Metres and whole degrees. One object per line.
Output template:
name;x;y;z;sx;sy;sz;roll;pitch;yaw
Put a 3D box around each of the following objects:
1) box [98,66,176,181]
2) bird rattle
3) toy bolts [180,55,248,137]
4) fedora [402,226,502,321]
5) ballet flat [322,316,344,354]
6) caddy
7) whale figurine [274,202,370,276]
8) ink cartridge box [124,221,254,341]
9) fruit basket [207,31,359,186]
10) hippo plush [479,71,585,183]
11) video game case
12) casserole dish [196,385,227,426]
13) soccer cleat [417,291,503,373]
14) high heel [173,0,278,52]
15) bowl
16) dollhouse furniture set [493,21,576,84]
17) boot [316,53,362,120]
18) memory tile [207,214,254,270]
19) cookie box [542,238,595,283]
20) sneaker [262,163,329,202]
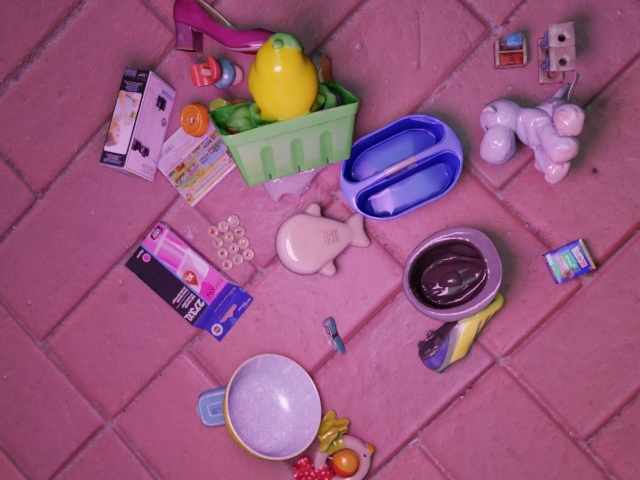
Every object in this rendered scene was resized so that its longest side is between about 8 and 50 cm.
box;-0.529;-0.333;1.720;0.087;0.169;0.290;13;84;14
bird rattle;0.039;0.631;1.669;0.206;0.143;0.254;20;96;-8
toy bolts;-0.293;-0.413;1.730;0.218;0.158;0.229;-6;96;36
fedora;0.365;0.097;1.605;0.275;0.124;0.244;-31;69;19
ballet flat;0.035;0.280;1.716;0.041;0.041;0.114;-21;86;8
caddy;0.219;-0.196;1.617;0.341;0.179;0.241;-26;87;7
whale figurine;0.000;0.000;1.689;0.271;0.141;0.216;-15;87;-16
ink cartridge box;-0.395;0.125;1.768;0.371;0.069;0.176;39;95;5
fruit basket;-0.100;-0.355;1.499;0.391;0.283;0.392;-9;119;-16
hippo plush;0.540;-0.303;1.541;0.236;0.234;0.295;7;91;8
video game case;-0.372;-0.252;1.783;0.227;0.026;0.206;-42;84;5
casserole dish;-0.288;0.497;1.760;0.188;0.037;0.114;-13;87;9
soccer cleat;0.401;0.255;1.646;0.289;0.093;0.121;-42;114;2
high heel;-0.261;-0.641;1.712;0.377;0.127;0.182;6;101;12
bowl;-0.157;0.484;1.664;0.289;0.289;0.156;50;139;6
dollhouse furniture set;0.574;-0.496;1.589;0.183;0.129;0.129;-2;89;7
boot;0.049;-0.425;1.699;0.152;0.073;0.197;16;104;10
memory tile;-0.270;0.007;1.772;0.113;0.012;0.148;-25;86;7
cookie box;0.681;0.058;1.614;0.107;0.040;0.092;-26;85;7
sneaker;-0.047;-0.198;1.712;0.262;0.099;0.121;-21;116;-2
